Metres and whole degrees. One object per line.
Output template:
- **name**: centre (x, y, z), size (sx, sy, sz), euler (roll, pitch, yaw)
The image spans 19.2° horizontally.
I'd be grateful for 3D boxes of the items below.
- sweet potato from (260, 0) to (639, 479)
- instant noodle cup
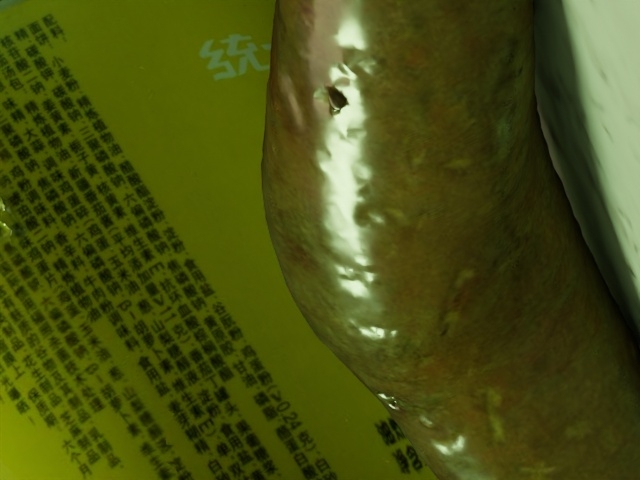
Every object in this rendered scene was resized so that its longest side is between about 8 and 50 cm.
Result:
- **sweet potato**: centre (0.048, 0.026, 0.499), size (0.108, 0.079, 0.346), euler (39, 161, 58)
- **instant noodle cup**: centre (-0.050, 0.069, 0.766), size (0.254, 0.325, 0.325), euler (54, 175, 23)
